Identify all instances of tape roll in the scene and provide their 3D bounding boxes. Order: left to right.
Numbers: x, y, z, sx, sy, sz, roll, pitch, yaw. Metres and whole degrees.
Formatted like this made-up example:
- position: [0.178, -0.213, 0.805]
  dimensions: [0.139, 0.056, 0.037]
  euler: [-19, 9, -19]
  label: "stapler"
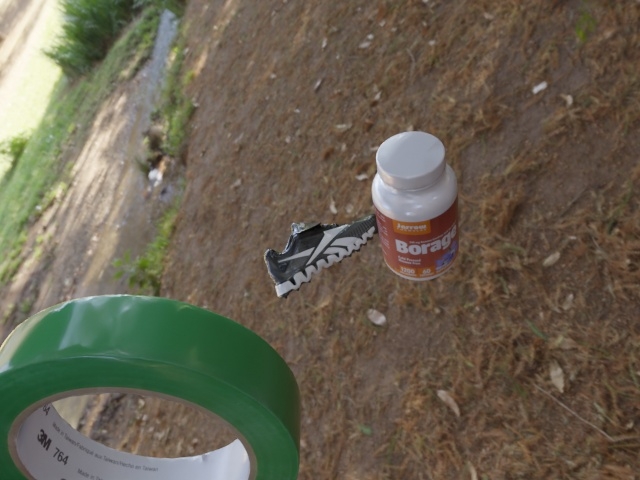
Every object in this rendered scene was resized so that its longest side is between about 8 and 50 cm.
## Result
- position: [-0.180, 0.196, 0.565]
  dimensions: [0.321, 0.321, 0.077]
  euler: [-41, 27, 26]
  label: "tape roll"

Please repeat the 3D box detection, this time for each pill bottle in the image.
- position: [0.140, -0.047, 0.805]
  dimensions: [0.121, 0.216, 0.121]
  euler: [-8, 49, 9]
  label: "pill bottle"

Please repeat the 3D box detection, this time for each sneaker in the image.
- position: [0.000, 0.000, 0.978]
  dimensions: [0.234, 0.106, 0.078]
  euler: [-33, 3, -9]
  label: "sneaker"
